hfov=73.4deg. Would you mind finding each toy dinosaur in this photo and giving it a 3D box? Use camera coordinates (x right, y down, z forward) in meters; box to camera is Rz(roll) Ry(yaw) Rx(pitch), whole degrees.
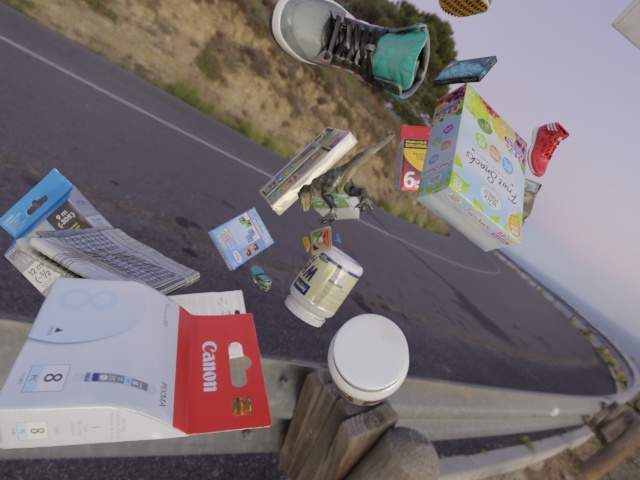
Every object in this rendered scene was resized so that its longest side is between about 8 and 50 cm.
[{"bbox_3d":[0.041,-0.100,0.833,0.064,0.268,0.118,16,56,-45],"label":"toy dinosaur"}]

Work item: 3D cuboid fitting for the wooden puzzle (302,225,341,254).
[{"bbox_3d":[0.000,0.000,1.225,0.014,0.116,0.079,32,40,-53],"label":"wooden puzzle"}]

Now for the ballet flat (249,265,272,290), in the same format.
[{"bbox_3d":[-0.274,0.174,1.936,0.070,0.070,0.188,25,6,-31],"label":"ballet flat"}]

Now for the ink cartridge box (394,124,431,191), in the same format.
[{"bbox_3d":[0.465,-0.320,1.699,0.309,0.272,0.130,3,5,0],"label":"ink cartridge box"}]

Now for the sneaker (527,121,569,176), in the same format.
[{"bbox_3d":[0.901,-0.368,1.696,0.087,0.221,0.128,10,-11,-23],"label":"sneaker"}]

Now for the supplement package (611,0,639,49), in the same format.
[{"bbox_3d":[0.884,-0.512,0.995,0.198,0.199,0.263,-29,74,-36],"label":"supplement package"}]

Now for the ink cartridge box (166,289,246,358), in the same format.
[{"bbox_3d":[-0.307,0.235,1.141,0.232,0.066,0.189,2,69,-45],"label":"ink cartridge box"}]

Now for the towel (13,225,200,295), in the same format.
[{"bbox_3d":[-0.494,0.044,1.044,0.324,0.056,0.312,26,13,9],"label":"towel"}]

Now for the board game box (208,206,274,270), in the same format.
[{"bbox_3d":[-0.288,-0.010,1.587,0.211,0.039,0.160,-36,102,-42],"label":"board game box"}]

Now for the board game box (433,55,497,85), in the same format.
[{"bbox_3d":[0.518,-0.609,1.542,0.186,0.126,0.026,18,-30,49],"label":"board game box"}]

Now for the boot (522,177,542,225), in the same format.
[{"bbox_3d":[0.350,-0.119,0.912,0.219,0.106,0.082,31,18,9],"label":"boot"}]

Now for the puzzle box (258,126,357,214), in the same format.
[{"bbox_3d":[-0.063,-0.286,1.700,0.052,0.409,0.272,47,-1,-27],"label":"puzzle box"}]

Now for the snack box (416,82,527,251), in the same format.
[{"bbox_3d":[0.249,-0.114,0.685,0.174,0.207,0.070,31,-28,-26],"label":"snack box"}]

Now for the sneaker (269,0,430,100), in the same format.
[{"bbox_3d":[0.077,-0.309,0.698,0.295,0.124,0.178,-1,24,-43],"label":"sneaker"}]

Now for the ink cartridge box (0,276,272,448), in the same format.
[{"bbox_3d":[-0.289,0.190,0.751,0.385,0.091,0.308,3,28,-18],"label":"ink cartridge box"}]

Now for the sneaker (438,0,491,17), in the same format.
[{"bbox_3d":[0.177,-0.372,0.574,0.185,0.084,0.069,6,4,-44],"label":"sneaker"}]

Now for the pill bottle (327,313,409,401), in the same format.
[{"bbox_3d":[0.134,0.350,1.240,0.224,0.224,0.392,39,-17,17],"label":"pill bottle"}]

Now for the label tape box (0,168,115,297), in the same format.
[{"bbox_3d":[-0.751,0.003,1.242,0.348,0.249,0.115,49,3,-10],"label":"label tape box"}]

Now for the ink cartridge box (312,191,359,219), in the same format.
[{"bbox_3d":[0.041,-0.115,1.238,0.109,0.062,0.209,-2,-12,16],"label":"ink cartridge box"}]

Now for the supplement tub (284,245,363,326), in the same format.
[{"bbox_3d":[0.011,0.195,1.909,0.235,0.325,0.235,34,4,-3],"label":"supplement tub"}]
